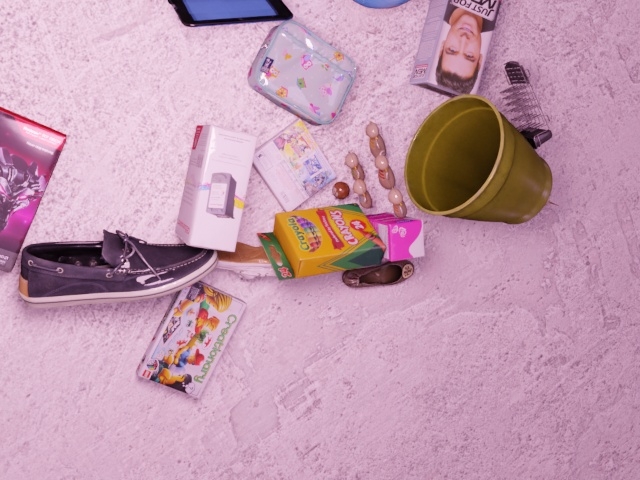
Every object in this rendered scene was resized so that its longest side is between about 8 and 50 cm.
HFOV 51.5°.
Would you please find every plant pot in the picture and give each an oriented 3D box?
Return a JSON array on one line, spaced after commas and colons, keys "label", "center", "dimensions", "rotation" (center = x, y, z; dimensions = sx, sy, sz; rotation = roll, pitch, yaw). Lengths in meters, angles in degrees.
[{"label": "plant pot", "center": [0.508, -0.204, 2.018], "dimensions": [0.353, 0.366, 0.366], "rotation": [19, 92, -36]}]

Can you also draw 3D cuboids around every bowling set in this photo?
[{"label": "bowling set", "center": [0.123, -0.176, 1.915], "dimensions": [0.200, 0.287, 0.154], "rotation": [-22, 153, 5]}]

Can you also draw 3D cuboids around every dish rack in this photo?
[{"label": "dish rack", "center": [0.632, -0.430, 2.087], "dimensions": [0.074, 0.208, 0.271], "rotation": [-26, 102, 3]}]

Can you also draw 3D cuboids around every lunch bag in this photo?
[{"label": "lunch bag", "center": [-0.050, -0.468, 1.845], "dimensions": [0.279, 0.108, 0.224], "rotation": [28, 88, -24]}]

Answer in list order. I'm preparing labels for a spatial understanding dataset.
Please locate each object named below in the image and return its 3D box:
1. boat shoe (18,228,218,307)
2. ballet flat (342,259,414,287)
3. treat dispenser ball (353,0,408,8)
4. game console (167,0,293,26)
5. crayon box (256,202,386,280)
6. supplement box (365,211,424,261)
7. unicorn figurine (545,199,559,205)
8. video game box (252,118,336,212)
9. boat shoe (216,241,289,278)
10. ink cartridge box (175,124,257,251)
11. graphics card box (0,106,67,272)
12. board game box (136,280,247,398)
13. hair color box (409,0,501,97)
[{"label": "boat shoe", "center": [-0.512, 0.055, 1.692], "dimensions": [0.500, 0.187, 0.156], "rotation": [-6, 115, -13]}, {"label": "ballet flat", "center": [0.189, 0.108, 2.073], "dimensions": [0.250, 0.058, 0.084], "rotation": [-5, 102, -22]}, {"label": "treat dispenser ball", "center": [0.167, -0.772, 1.783], "dimensions": [0.288, 0.288, 0.288], "rotation": [-4, 101, -22]}, {"label": "game console", "center": [-0.239, -0.673, 1.695], "dimensions": [0.293, 0.173, 0.250], "rotation": [-11, 104, -21]}, {"label": "crayon box", "center": [0.000, 0.000, 1.888], "dimensions": [0.318, 0.202, 0.081], "rotation": [-9, 136, -24]}, {"label": "supplement box", "center": [0.206, -0.014, 1.970], "dimensions": [0.111, 0.220, 0.114], "rotation": [-8, 102, -21]}, {"label": "unicorn figurine", "center": [0.718, -0.165, 2.250], "dimensions": [0.162, 0.060, 0.111], "rotation": [-8, 103, -4]}, {"label": "video game box", "center": [-0.081, -0.214, 1.911], "dimensions": [0.187, 0.048, 0.205], "rotation": [-37, 111, -10]}, {"label": "boat shoe", "center": [-0.208, 0.068, 1.884], "dimensions": [0.277, 0.098, 0.096], "rotation": [6, 129, -12]}, {"label": "ink cartridge box", "center": [-0.278, -0.143, 1.745], "dimensions": [0.131, 0.226, 0.306], "rotation": [9, 97, -22]}, {"label": "graphics card box", "center": [-0.795, -0.132, 1.606], "dimensions": [0.233, 0.094, 0.371], "rotation": [23, 91, -24]}, {"label": "board game box", "center": [-0.363, 0.273, 1.877], "dimensions": [0.193, 0.053, 0.305], "rotation": [27, 88, -25]}, {"label": "hair color box", "center": [0.416, -0.632, 2.006], "dimensions": [0.185, 0.113, 0.374], "rotation": [12, 95, -24]}]
